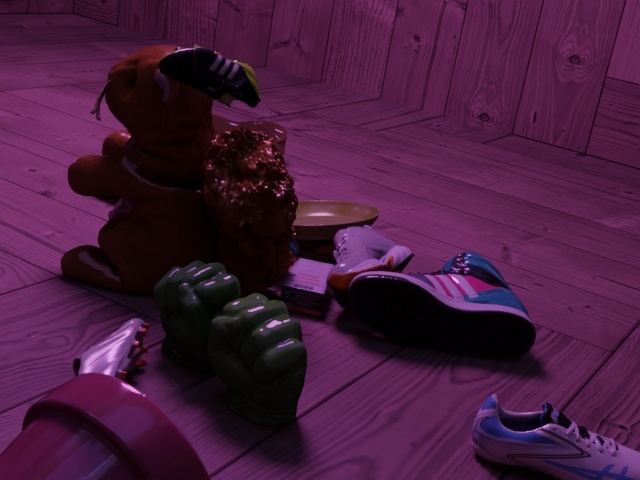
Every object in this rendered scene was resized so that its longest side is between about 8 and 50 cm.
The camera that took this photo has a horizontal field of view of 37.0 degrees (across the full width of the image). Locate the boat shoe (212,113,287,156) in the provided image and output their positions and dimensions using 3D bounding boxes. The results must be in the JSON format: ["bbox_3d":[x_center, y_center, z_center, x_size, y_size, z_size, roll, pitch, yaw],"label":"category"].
[{"bbox_3d":[-0.226,-0.237,2.313,0.285,0.089,0.104,7,45,0],"label":"boat shoe"}]

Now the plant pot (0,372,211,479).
[{"bbox_3d":[-0.217,0.242,0.809,0.201,0.201,0.180,21,38,30],"label":"plant pot"}]

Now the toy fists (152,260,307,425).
[{"bbox_3d":[-0.122,0.121,1.239,0.096,0.142,0.279,-7,25,-40],"label":"toy fists"}]

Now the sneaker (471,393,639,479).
[{"bbox_3d":[0.305,0.251,1.169,0.237,0.086,0.085,14,18,7],"label":"sneaker"}]

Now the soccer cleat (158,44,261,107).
[{"bbox_3d":[-0.152,-0.231,1.365,0.179,0.060,0.072,2,58,-50],"label":"soccer cleat"}]

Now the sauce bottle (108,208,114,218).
[{"bbox_3d":[-0.354,-0.059,1.789,0.042,0.042,0.128,15,22,15],"label":"sauce bottle"}]

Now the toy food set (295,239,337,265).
[{"bbox_3d":[0.000,0.000,1.795,0.132,0.038,0.192,-3,23,-33],"label":"toy food set"}]

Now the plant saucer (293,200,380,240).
[{"bbox_3d":[-0.007,-0.037,1.810,0.241,0.037,0.241,-2,13,0],"label":"plant saucer"}]

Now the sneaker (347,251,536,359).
[{"bbox_3d":[0.186,0.082,1.520,0.296,0.123,0.178,16,24,-6],"label":"sneaker"}]

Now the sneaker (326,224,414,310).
[{"bbox_3d":[0.054,0.035,1.598,0.121,0.099,0.262,40,20,15],"label":"sneaker"}]

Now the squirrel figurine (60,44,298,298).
[{"bbox_3d":[-0.193,-0.109,1.504,0.397,0.370,0.281,17,21,20],"label":"squirrel figurine"}]

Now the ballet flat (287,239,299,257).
[{"bbox_3d":[-0.103,0.007,1.681,0.074,0.074,0.203,-4,6,-34],"label":"ballet flat"}]

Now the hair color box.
[{"bbox_3d":[-0.020,0.074,1.569,0.072,0.043,0.141,12,18,6],"label":"hair color box"}]

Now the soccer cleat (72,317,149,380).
[{"bbox_3d":[-0.268,0.150,1.206,0.076,0.068,0.196,8,22,3],"label":"soccer cleat"}]
